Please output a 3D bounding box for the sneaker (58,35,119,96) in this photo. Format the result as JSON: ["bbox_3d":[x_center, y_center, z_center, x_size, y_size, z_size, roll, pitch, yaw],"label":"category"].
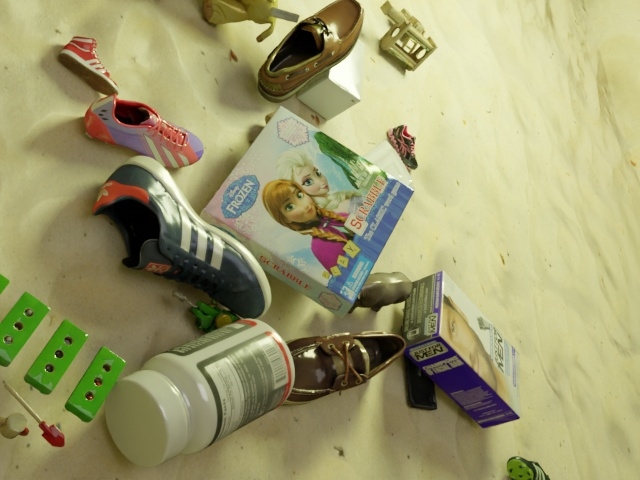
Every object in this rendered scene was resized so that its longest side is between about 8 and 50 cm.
[{"bbox_3d":[-0.389,-0.305,1.568,0.118,0.042,0.067,38,48,-26],"label":"sneaker"}]

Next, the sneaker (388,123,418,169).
[{"bbox_3d":[0.213,-0.230,2.209,0.047,0.057,0.119,-35,98,-54],"label":"sneaker"}]

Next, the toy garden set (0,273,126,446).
[{"bbox_3d":[-0.418,0.180,1.239,0.244,0.049,0.203,39,43,-14],"label":"toy garden set"}]

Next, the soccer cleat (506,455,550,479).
[{"bbox_3d":[0.483,0.538,2.105,0.179,0.060,0.072,45,32,-33],"label":"soccer cleat"}]

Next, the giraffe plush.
[{"bbox_3d":[-0.146,-0.538,1.899,0.210,0.181,0.170,27,29,-25],"label":"giraffe plush"}]

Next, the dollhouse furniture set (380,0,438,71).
[{"bbox_3d":[0.189,-0.552,2.358,0.182,0.101,0.161,32,24,-34],"label":"dollhouse furniture set"}]

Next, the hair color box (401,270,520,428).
[{"bbox_3d":[0.315,0.244,1.996,0.339,0.110,0.185,43,38,-30],"label":"hair color box"}]

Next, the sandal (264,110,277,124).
[{"bbox_3d":[-0.067,-0.144,1.846,0.079,0.088,0.240,-29,85,-21],"label":"sandal"}]

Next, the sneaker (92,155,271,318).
[{"bbox_3d":[-0.236,0.029,1.502,0.350,0.131,0.148,44,42,-10],"label":"sneaker"}]

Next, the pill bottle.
[{"bbox_3d":[-0.185,0.235,1.412,0.283,0.161,0.161,-20,85,-51],"label":"pill bottle"}]

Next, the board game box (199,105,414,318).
[{"bbox_3d":[-0.020,-0.062,1.709,0.318,0.066,0.318,31,52,-2],"label":"board game box"}]

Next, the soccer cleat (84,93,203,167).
[{"bbox_3d":[-0.291,-0.189,1.575,0.248,0.095,0.083,16,58,-43],"label":"soccer cleat"}]

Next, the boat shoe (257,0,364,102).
[{"bbox_3d":[-0.008,-0.413,1.899,0.111,0.104,0.307,37,71,8],"label":"boat shoe"}]

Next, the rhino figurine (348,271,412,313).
[{"bbox_3d":[0.095,0.104,1.849,0.243,0.106,0.073,-1,70,-49],"label":"rhino figurine"}]

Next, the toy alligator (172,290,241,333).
[{"bbox_3d":[-0.188,0.138,1.554,0.190,0.056,0.051,26,92,-38],"label":"toy alligator"}]

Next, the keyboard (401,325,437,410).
[{"bbox_3d":[0.219,0.278,1.967,0.108,0.023,0.180,15,60,-37],"label":"keyboard"}]

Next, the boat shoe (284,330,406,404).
[{"bbox_3d":[0.038,0.225,1.704,0.342,0.123,0.123,0,71,-49],"label":"boat shoe"}]

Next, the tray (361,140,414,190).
[{"bbox_3d":[0.137,-0.133,2.090,0.145,0.030,0.270,58,39,-7],"label":"tray"}]

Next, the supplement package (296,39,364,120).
[{"bbox_3d":[0.025,-0.381,2.036,0.105,0.105,0.179,32,48,-35],"label":"supplement package"}]
